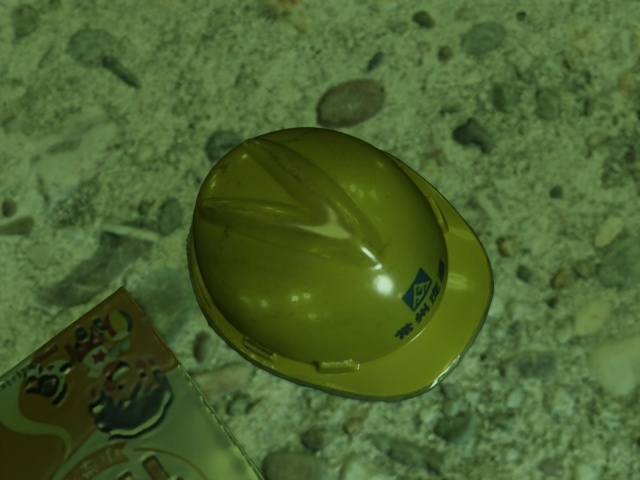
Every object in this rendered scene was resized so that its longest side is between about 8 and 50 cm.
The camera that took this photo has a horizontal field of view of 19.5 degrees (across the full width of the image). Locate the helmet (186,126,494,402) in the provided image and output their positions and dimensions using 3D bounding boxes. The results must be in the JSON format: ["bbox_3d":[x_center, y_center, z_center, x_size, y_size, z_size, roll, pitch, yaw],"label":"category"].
[{"bbox_3d":[0.000,0.000,1.438,0.257,0.140,0.205,30,79,20],"label":"helmet"}]

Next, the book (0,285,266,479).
[{"bbox_3d":[-0.156,0.207,1.456,0.208,0.020,0.295,-37,70,-4],"label":"book"}]
